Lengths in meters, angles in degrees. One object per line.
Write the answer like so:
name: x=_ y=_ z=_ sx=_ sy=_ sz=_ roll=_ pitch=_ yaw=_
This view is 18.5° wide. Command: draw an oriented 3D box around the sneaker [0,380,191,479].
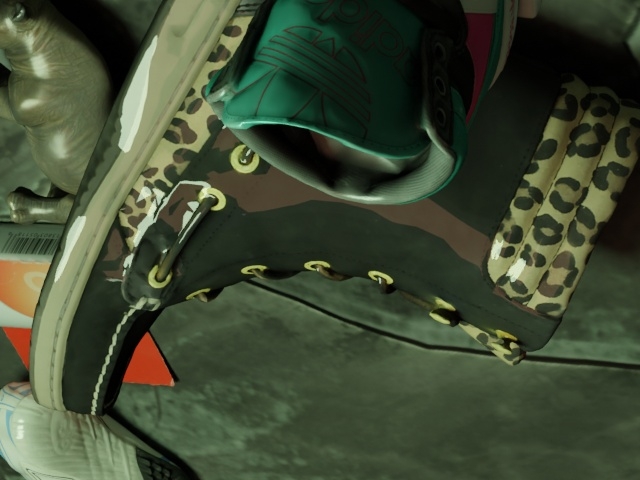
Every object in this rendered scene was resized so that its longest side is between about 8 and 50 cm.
sneaker: x=-0.179 y=0.192 z=1.608 sx=0.237 sy=0.085 sz=0.086 roll=46 pitch=165 yaw=-30

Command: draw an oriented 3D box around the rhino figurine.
rhino figurine: x=-0.177 y=-0.096 z=1.258 sx=0.106 sy=0.073 sz=0.243 roll=-1 pitch=134 yaw=27

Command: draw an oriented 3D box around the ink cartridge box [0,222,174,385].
ink cartridge box: x=-0.210 y=0.061 z=1.488 sx=0.145 sy=0.045 sz=0.179 roll=2 pitch=134 yaw=28

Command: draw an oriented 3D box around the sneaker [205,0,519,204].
sneaker: x=0.017 y=-0.124 z=0.876 sx=0.124 sy=0.178 sz=0.295 roll=10 pitch=139 yaw=19

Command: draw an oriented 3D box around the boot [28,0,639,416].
boot: x=0.000 y=0.000 z=1.175 sx=0.284 sy=0.138 sz=0.377 roll=24 pitch=119 yaw=-3

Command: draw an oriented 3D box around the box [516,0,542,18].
box: x=0.052 y=-0.209 z=0.978 sx=0.130 sy=0.091 sz=0.170 roll=10 pitch=140 yaw=19
